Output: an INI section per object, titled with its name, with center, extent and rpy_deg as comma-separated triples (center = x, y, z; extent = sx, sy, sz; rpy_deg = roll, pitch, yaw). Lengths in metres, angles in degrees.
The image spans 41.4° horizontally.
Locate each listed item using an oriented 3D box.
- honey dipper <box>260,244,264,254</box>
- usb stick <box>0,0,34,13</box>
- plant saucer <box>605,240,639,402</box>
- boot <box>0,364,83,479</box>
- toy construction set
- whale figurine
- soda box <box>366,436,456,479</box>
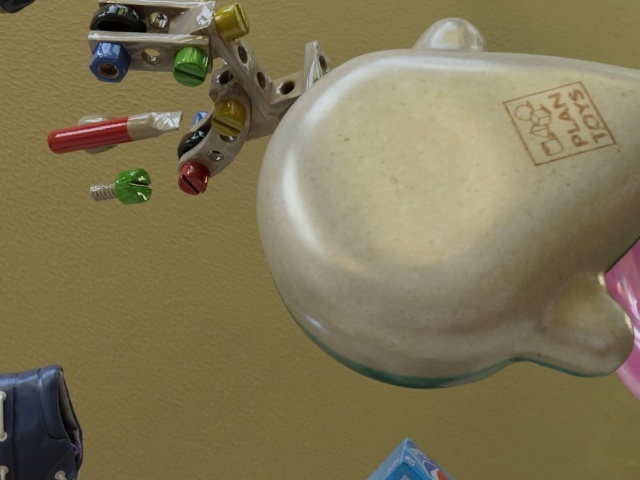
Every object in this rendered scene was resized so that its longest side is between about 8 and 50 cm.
[honey dipper]
center = 0.000, 0.000, 0.915
extent = 0.030, 0.161, 0.030
rpy_deg = 17, -111, -50
[usb stick]
center = -0.229, -0.258, 0.458
extent = 0.077, 0.045, 0.278
rpy_deg = -49, -48, -26
[plant saucer]
center = 0.340, 0.003, 0.844
extent = 0.084, 0.332, 0.332
rpy_deg = -10, -69, -1
[boot]
center = -0.208, 0.185, 0.601
extent = 0.086, 0.069, 0.189
rpy_deg = -11, -86, -4
[toy construction set]
center = -0.105, -0.160, 0.893
extent = 0.309, 0.237, 0.257
rpy_deg = -62, -40, -56
[whale figurine]
center = 0.104, -0.021, 0.456
extent = 0.272, 0.216, 0.141
rpy_deg = -19, -27, -4
[soda box]
center = 0.026, 0.267, 0.701
extent = 0.067, 0.071, 0.210
rpy_deg = 42, -81, 5
